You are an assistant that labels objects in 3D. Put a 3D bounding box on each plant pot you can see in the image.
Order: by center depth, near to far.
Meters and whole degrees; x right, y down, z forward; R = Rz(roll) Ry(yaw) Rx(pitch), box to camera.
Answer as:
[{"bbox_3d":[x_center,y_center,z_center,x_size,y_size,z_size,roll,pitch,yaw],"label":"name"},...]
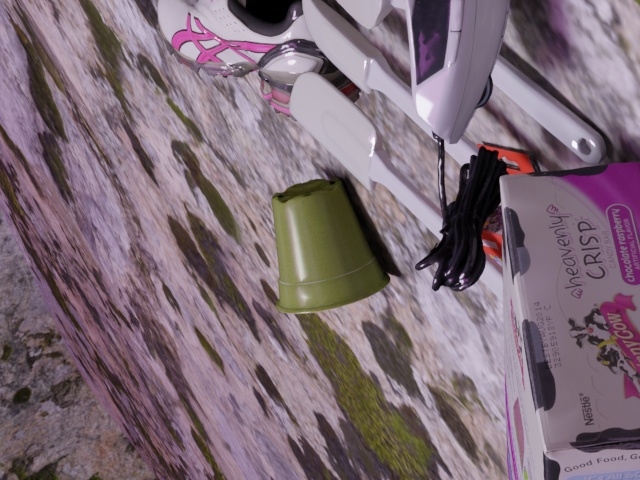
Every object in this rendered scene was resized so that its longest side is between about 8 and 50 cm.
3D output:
[{"bbox_3d":[0.000,0.000,1.228,0.083,0.083,0.079,-160,54,-68],"label":"plant pot"}]

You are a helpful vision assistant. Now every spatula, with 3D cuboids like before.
[{"bbox_3d":[0.055,-0.066,0.923,0.242,0.019,0.168,46,143,35],"label":"spatula"}]

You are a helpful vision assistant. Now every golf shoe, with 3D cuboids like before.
[{"bbox_3d":[-0.044,-0.142,1.099,0.186,0.067,0.086,28,141,46],"label":"golf shoe"}]

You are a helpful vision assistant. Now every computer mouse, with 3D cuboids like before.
[{"bbox_3d":[0.067,-0.081,0.805,0.106,0.042,0.193,-52,-40,-61],"label":"computer mouse"}]

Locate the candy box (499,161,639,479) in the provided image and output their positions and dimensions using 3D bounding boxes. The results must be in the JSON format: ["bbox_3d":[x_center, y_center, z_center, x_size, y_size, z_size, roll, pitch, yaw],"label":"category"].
[{"bbox_3d":[0.129,0.099,0.832,0.233,0.071,0.159,81,-176,-48],"label":"candy box"}]

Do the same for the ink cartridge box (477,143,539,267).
[{"bbox_3d":[0.110,0.006,0.945,0.115,0.029,0.063,63,165,-18],"label":"ink cartridge box"}]
